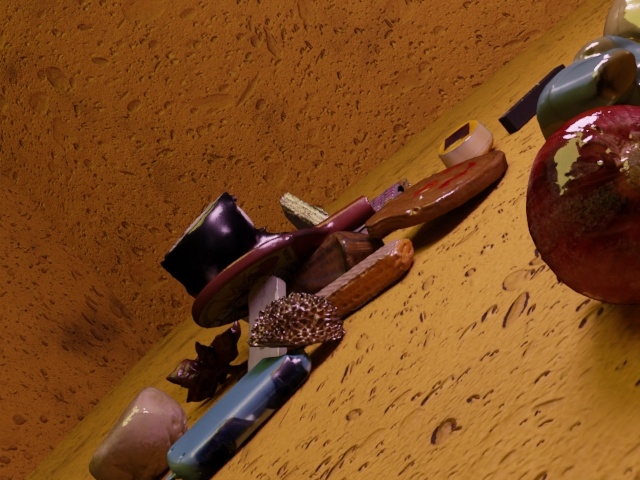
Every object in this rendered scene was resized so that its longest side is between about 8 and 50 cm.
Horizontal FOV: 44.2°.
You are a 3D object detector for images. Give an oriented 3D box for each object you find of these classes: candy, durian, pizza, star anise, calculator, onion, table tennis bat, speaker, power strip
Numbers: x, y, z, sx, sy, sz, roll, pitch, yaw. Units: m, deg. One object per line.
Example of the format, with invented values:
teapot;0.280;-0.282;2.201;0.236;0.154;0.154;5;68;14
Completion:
candy;0.014;0.072;1.542;0.143;0.101;0.271;-3;-28;-44
durian;-0.031;0.129;1.293;0.188;0.092;0.148;3;-12;-41
pizza;0.178;-0.101;2.099;0.181;0.034;0.262;-41;7;-3
star anise;-0.225;0.258;1.660;0.196;0.111;0.212;-36;-3;-14
calculator;-0.130;0.271;1.229;0.293;0.051;0.173;-43;8;-22
onion;0.236;-0.018;0.636;0.159;0.159;0.195;-42;-15;-13
calculator;0.130;-0.051;1.904;0.194;0.043;0.294;-40;12;18
table tennis bat;-0.073;0.044;1.549;0.414;0.051;0.268;-34;-19;-4
speaker;0.476;-0.314;1.741;0.191;0.046;0.040;-42;5;-13
power strip;-0.095;0.165;1.419;0.080;0.029;0.227;-29;47;33

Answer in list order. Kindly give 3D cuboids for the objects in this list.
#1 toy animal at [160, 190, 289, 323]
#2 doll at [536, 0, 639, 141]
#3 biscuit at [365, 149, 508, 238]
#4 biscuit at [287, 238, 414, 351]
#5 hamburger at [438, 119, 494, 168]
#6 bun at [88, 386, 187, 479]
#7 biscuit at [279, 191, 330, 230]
toy animal;-0.172;0.065;1.773;0.251;0.310;0.251;-48;9;10
doll;0.365;-0.179;0.857;0.261;0.177;0.161;-47;8;-18
biscuit;0.219;-0.094;1.472;0.257;0.049;0.273;-20;10;45
biscuit;0.016;0.118;1.422;0.378;0.054;0.094;-37;6;29
hamburger;0.324;-0.203;1.730;0.126;0.081;0.141;-41;18;13
bun;-0.319;0.365;1.402;0.193;0.128;0.178;-52;6;0
biscuit;0.000;0.000;1.734;0.046;0.147;0.250;-48;-37;-15
